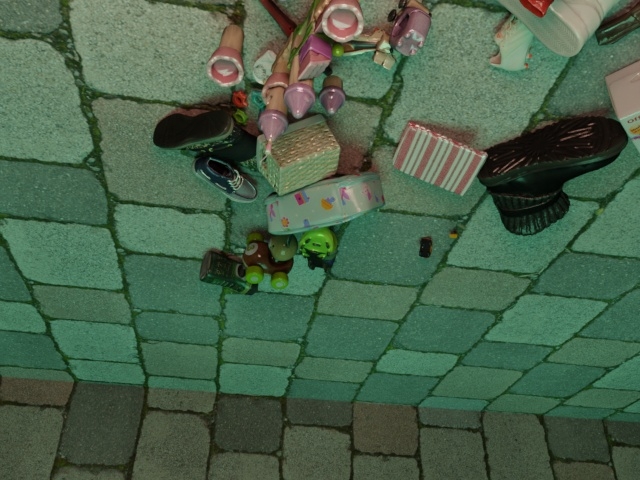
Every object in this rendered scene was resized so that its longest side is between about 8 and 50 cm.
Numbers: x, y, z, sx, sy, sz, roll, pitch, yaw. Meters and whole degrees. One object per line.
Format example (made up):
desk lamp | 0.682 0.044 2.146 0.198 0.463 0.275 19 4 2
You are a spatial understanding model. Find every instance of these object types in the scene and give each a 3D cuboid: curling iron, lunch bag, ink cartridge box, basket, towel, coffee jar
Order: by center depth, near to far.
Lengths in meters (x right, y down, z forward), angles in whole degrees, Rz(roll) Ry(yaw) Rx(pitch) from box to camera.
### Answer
curling iron | -0.046 -0.404 1.148 0.068 0.035 0.274 -14 143 23
ink cartridge box | 0.687 -0.272 1.243 0.128 0.127 0.176 -25 138 34
basket | -0.047 -0.189 1.356 0.167 0.103 0.113 -24 153 -19
towel | 0.276 -0.191 1.419 0.197 0.029 0.144 23 144 3
lunch bag | 0.008 -0.093 1.487 0.279 0.107 0.224 -11 -174 23
coffee jar | -0.276 0.104 1.879 0.185 0.096 0.079 21 145 -27

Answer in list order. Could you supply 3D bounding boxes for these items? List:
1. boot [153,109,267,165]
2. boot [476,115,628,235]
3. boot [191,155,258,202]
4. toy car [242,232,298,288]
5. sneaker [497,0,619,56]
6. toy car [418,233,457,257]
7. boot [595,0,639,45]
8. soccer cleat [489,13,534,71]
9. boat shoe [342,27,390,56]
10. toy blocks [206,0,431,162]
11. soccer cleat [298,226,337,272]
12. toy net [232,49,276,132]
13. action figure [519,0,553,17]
boot | -0.247 -0.222 1.387 0.237 0.085 0.179 0 166 34
boot | 0.561 -0.143 1.436 0.348 0.131 0.260 -11 139 36
boot | -0.221 -0.147 1.495 0.190 0.069 0.086 25 168 -31
toy car | -0.124 0.016 1.702 0.149 0.155 0.188 15 135 -20
sneaker | 0.367 -0.463 0.998 0.292 0.169 0.108 45 169 -9
toy car | 0.346 0.016 1.765 0.122 0.060 0.041 -9 178 27
boot | 0.588 -0.396 1.142 0.107 0.037 0.114 28 140 -28
soccer cleat | 0.365 -0.393 1.129 0.076 0.068 0.196 5 149 7
boat shoe | 0.104 -0.386 1.166 0.137 0.049 0.043 -7 108 8
toy blocks | -0.006 -0.298 1.027 0.309 0.259 0.288 23 137 -23
soccer cleat | -0.001 0.000 1.657 0.094 0.121 0.289 12 163 6
toy net | -0.121 -0.319 1.284 0.122 0.045 0.232 30 144 9
action figure | 0.385 -0.481 0.901 0.139 0.280 0.091 46 171 2
